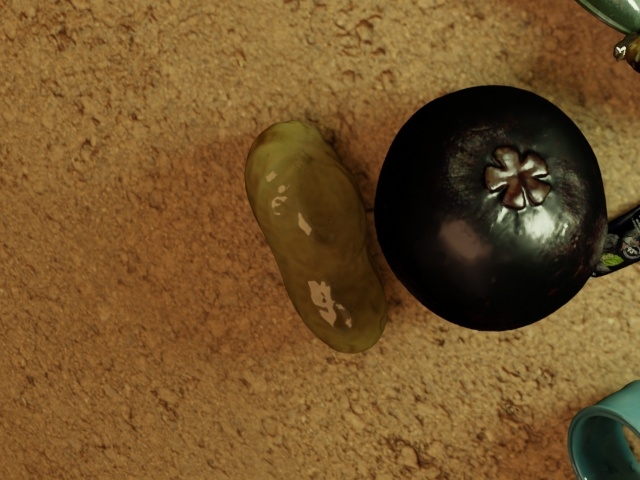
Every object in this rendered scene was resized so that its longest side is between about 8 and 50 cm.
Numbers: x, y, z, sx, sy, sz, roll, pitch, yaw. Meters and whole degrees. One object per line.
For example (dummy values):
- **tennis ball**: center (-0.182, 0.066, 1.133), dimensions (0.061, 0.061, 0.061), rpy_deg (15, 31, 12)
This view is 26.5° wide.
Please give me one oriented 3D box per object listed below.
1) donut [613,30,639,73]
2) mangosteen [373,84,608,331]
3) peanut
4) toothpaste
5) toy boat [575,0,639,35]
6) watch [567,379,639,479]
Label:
- **donut**: center (0.416, -0.178, 1.355), dimensions (0.187, 0.144, 0.126), rpy_deg (-37, 130, 20)
- **mangosteen**: center (0.185, -0.026, 1.540), dimensions (0.275, 0.275, 0.302), rpy_deg (43, 167, 7)
- **peanut**: center (0.000, 0.000, 1.730), dimensions (0.148, 0.147, 0.318), rpy_deg (-11, 105, 37)
- **toothpaste**: center (0.353, -0.003, 1.554), dimensions (0.193, 0.045, 0.071), rpy_deg (-29, 89, 35)
- **toy boat**: center (0.261, -0.302, 1.434), dimensions (0.260, 0.078, 0.085), rpy_deg (43, 155, 8)
- **watch**: center (0.387, 0.273, 1.606), dimensions (0.193, 0.211, 0.211), rpy_deg (46, 134, 33)
